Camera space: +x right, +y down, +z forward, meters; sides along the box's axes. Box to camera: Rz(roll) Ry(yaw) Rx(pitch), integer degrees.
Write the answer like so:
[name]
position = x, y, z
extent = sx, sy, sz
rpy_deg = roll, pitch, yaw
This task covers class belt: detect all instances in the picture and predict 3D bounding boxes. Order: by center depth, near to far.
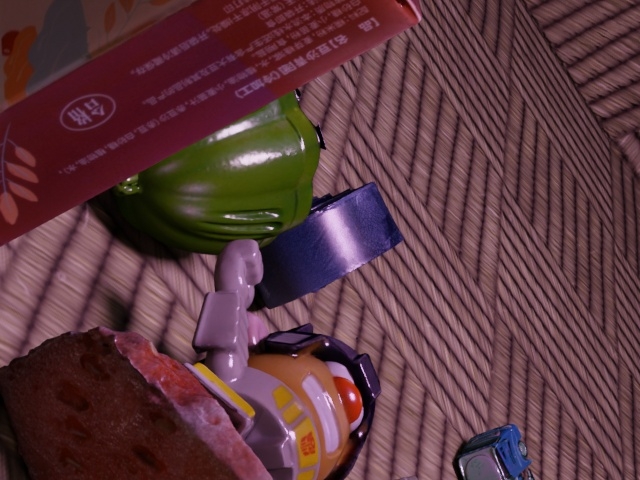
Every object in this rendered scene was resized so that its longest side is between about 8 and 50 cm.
[belt]
position = 0.000, 0.000, 1.828
extent = 0.082, 0.141, 0.190
rpy_deg = 64, 20, -2

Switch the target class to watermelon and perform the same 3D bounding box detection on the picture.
[watermelon]
position = -0.120, 0.168, 1.348
extent = 0.257, 0.193, 0.140
rpy_deg = 52, 18, 11

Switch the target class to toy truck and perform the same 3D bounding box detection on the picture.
[toy truck]
position = 0.209, 0.293, 2.085
extent = 0.175, 0.067, 0.081
rpy_deg = 65, 27, -3

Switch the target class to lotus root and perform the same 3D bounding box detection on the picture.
[lotus root]
position = -0.117, -0.063, 1.634
extent = 0.186, 0.186, 0.186
rpy_deg = 49, 25, -33

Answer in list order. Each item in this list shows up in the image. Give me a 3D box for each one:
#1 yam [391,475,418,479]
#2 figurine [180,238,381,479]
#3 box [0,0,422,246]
[yam]
position = 0.089, 0.303, 1.786
extent = 0.068, 0.068, 0.169
rpy_deg = 22, 46, -59
[figurine]
position = -0.048, 0.152, 1.534
extent = 0.308, 0.143, 0.308
rpy_deg = 8, 90, -74
[box]
position = -0.137, -0.229, 1.439
extent = 0.122, 0.385, 0.344
rpy_deg = 42, 30, -44
